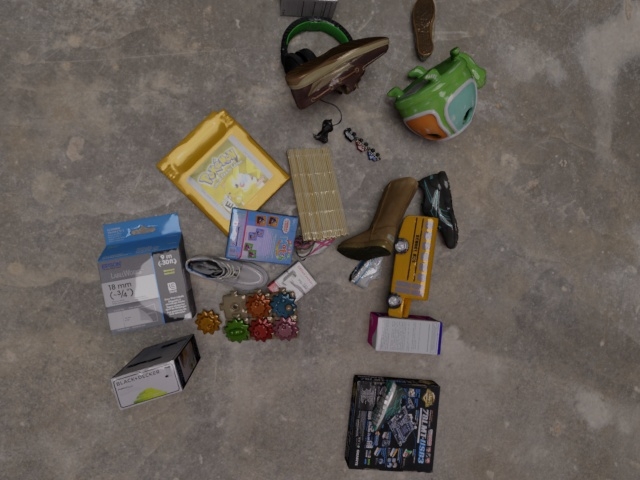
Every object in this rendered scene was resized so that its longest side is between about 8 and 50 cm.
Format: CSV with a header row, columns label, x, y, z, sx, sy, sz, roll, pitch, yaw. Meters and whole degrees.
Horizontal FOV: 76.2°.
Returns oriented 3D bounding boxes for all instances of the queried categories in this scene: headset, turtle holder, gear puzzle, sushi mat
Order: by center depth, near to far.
label,x,y,z,sx,sy,sz,roll,pitch,yaw
gear puzzle,-0.240,0.247,1.299,0.338,0.044,0.176,-4,101,4
sushi mat,-0.010,-0.155,1.328,0.151,0.019,0.317,-9,78,-14
headset,-0.001,-0.529,1.330,0.243,0.185,0.395,-5,76,-11
turtle holder,0.393,-0.470,1.335,0.227,0.243,0.320,53,44,-20

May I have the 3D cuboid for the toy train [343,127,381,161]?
label,x,y,z,sx,sy,sz,roll,pitch,yaw
toy train,0.140,-0.320,1.382,0.158,0.027,0.036,39,89,-6

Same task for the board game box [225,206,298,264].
label,x,y,z,sx,sy,sz,roll,pitch,yaw
board game box,-0.187,-0.012,1.305,0.211,0.039,0.160,8,97,-19

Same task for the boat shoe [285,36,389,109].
label,x,y,z,sx,sy,sz,roll,pitch,yaw
boat shoe,0.062,-0.494,1.205,0.341,0.123,0.123,-33,128,-16

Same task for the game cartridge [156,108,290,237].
label,x,y,z,sx,sy,sz,roll,pitch,yaw
game cartridge,-0.307,-0.219,1.312,0.323,0.052,0.285,45,85,-7

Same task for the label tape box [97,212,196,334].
label,x,y,z,sx,sy,sz,roll,pitch,yaw
label tape box,-0.538,0.095,1.256,0.240,0.106,0.334,-11,92,-8

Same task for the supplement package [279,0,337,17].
label,x,y,z,sx,sy,sz,roll,pitch,yaw
supplement package,-0.041,-0.798,1.316,0.179,0.105,0.105,-2,90,-8

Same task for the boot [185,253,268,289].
label,x,y,z,sx,sy,sz,roll,pitch,yaw
boot,-0.293,0.104,1.278,0.258,0.123,0.095,11,89,-8

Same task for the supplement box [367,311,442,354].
label,x,y,z,sx,sy,sz,roll,pitch,yaw
supplement box,0.279,0.309,1.362,0.219,0.111,0.114,5,90,-8

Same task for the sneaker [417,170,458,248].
label,x,y,z,sx,sy,sz,roll,pitch,yaw
sneaker,0.406,-0.098,1.399,0.106,0.101,0.268,-12,93,15

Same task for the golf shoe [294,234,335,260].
label,x,y,z,sx,sy,sz,roll,pitch,yaw
golf shoe,0.000,0.000,1.355,0.186,0.067,0.086,-25,132,-15

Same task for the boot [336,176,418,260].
label,x,y,z,sx,sy,sz,roll,pitch,yaw
boot,0.190,-0.068,1.344,0.089,0.236,0.270,41,60,-33

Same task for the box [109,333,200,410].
label,x,y,z,sx,sy,sz,roll,pitch,yaw
box,-0.460,0.366,1.175,0.169,0.290,0.087,-15,92,-8

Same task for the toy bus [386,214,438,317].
label,x,y,z,sx,sy,sz,roll,pitch,yaw
toy bus,0.299,0.086,1.340,0.130,0.108,0.333,7,93,14

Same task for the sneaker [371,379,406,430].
label,x,y,z,sx,sy,sz,roll,pitch,yaw
sneaker,0.223,0.540,1.314,0.076,0.065,0.167,27,87,-10

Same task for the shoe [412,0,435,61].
label,x,y,z,sx,sy,sz,roll,pitch,yaw
shoe,0.354,-0.725,1.399,0.076,0.058,0.219,1,86,12

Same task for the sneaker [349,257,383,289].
label,x,y,z,sx,sy,sz,roll,pitch,yaw
sneaker,0.183,0.083,1.376,0.082,0.071,0.191,38,94,-12

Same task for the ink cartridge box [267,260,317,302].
label,x,y,z,sx,sy,sz,roll,pitch,yaw
ink cartridge box,-0.093,0.145,1.339,0.135,0.056,0.099,-40,94,-5

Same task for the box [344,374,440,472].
label,x,y,z,sx,sy,sz,roll,pitch,yaw
box,0.244,0.618,1.379,0.292,0.073,0.296,6,89,-8
